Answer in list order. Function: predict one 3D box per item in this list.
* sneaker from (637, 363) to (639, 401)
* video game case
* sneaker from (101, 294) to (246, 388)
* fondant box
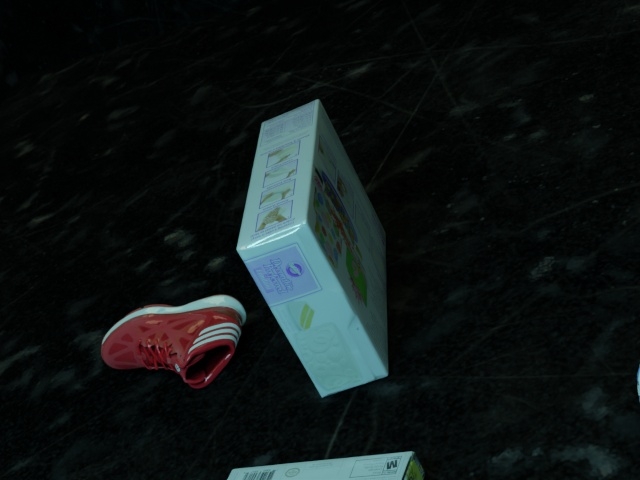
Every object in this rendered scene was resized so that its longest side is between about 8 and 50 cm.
[{"bbox_3d":[0.343,0.128,1.042,0.080,0.081,0.211,-20,28,20],"label":"sneaker"},{"bbox_3d":[-0.024,0.311,1.109,0.232,0.041,0.210,-12,32,28],"label":"video game case"},{"bbox_3d":[-0.214,0.151,1.505,0.221,0.087,0.128,-22,27,15],"label":"sneaker"},{"bbox_3d":[0.000,0.000,1.398,0.096,0.238,0.330,-21,29,14],"label":"fondant box"}]
